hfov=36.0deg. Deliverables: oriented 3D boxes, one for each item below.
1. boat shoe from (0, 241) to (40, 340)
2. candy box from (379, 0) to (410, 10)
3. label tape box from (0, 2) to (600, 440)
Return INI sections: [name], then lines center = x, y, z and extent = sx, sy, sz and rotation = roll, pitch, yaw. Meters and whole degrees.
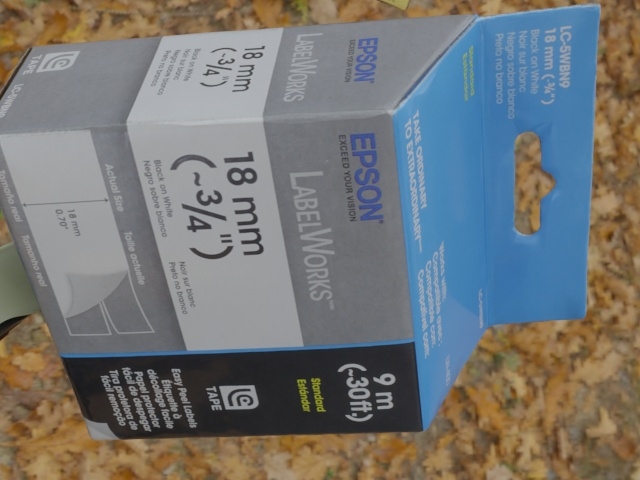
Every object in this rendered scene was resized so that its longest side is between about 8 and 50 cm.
[boat shoe]
center = -0.215, 0.042, 0.628
extent = 0.049, 0.042, 0.133
rotation = 54, 45, -14
[candy box]
center = -0.017, -0.227, 0.725
extent = 0.186, 0.053, 0.109
rotation = 21, 16, -4
[label tape box]
center = 0.000, 0.000, 0.592
extent = 0.106, 0.333, 0.241
rotation = -83, 167, -52
